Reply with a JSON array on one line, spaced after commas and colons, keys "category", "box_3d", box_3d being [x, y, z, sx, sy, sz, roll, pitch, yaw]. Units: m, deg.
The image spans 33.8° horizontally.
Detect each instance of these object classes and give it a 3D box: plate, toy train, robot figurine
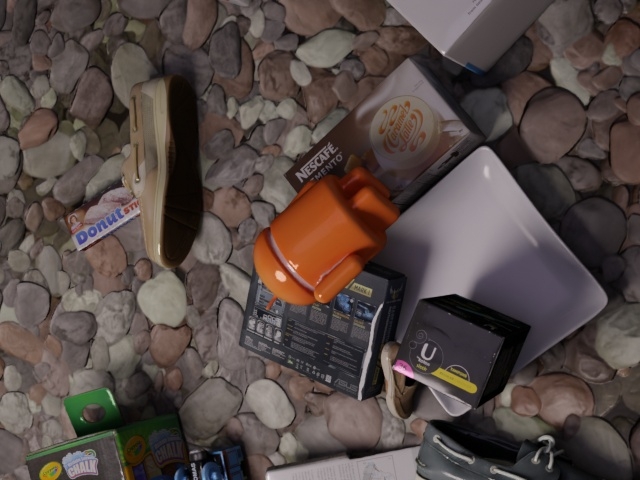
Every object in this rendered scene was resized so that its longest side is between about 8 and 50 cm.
[{"category": "plate", "box_3d": [0.212, 0.058, 1.469, 0.277, 0.045, 0.278, -41, 75, 17]}, {"category": "toy train", "box_3d": [-0.154, 0.400, 1.588, 0.080, 0.105, 0.184, -16, 83, 31]}, {"category": "robot figurine", "box_3d": [0.000, -0.001, 1.410, 0.219, 0.128, 0.158, -40, 79, 15]}]

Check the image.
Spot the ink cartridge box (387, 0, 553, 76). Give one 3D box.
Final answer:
[{"category": "ink cartridge box", "box_3d": [0.167, -0.391, 1.410, 0.197, 0.198, 0.270, -48, 72, 16]}]

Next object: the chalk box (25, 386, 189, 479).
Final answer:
[{"category": "chalk box", "box_3d": [-0.315, 0.372, 1.620, 0.180, 0.179, 0.289, -18, 82, 23]}]

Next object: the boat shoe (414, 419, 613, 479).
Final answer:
[{"category": "boat shoe", "box_3d": [0.277, 0.308, 1.403, 0.319, 0.116, 0.099, 6, 96, 28]}]

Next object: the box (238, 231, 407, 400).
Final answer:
[{"category": "box", "box_3d": [-0.001, 0.103, 1.520, 0.232, 0.059, 0.183, 19, 106, 31]}]

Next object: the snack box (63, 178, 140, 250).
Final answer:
[{"category": "snack box", "box_3d": [-0.336, -0.052, 1.713, 0.178, 0.022, 0.064, -30, 80, 19]}]

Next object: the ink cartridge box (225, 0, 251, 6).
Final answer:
[{"category": "ink cartridge box", "box_3d": [-0.234, -0.453, 1.532, 0.211, 0.289, 0.121, 20, 94, 22]}]

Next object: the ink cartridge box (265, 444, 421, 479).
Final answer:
[{"category": "ink cartridge box", "box_3d": [0.060, 0.445, 1.526, 0.239, 0.060, 0.275, -10, 85, -3]}]

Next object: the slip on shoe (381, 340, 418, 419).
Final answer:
[{"category": "slip on shoe", "box_3d": [0.119, 0.200, 1.478, 0.041, 0.051, 0.135, 7, 125, 29]}]

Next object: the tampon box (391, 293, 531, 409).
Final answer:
[{"category": "tampon box", "box_3d": [0.186, 0.140, 1.369, 0.120, 0.161, 0.101, 24, 99, 21]}]

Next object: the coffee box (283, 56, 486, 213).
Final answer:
[{"category": "coffee box", "box_3d": [0.090, -0.119, 1.493, 0.246, 0.098, 0.141, -41, 75, 17]}]

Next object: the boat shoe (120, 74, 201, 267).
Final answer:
[{"category": "boat shoe", "box_3d": [-0.254, -0.105, 1.636, 0.098, 0.109, 0.302, -5, 82, 24]}]
